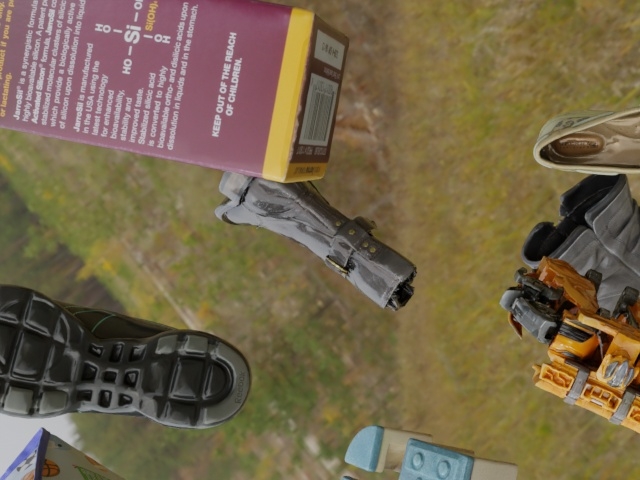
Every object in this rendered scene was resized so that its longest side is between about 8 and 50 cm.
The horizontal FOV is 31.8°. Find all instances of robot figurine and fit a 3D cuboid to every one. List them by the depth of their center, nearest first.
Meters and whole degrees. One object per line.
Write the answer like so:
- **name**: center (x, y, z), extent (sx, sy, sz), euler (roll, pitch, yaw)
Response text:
- **robot figurine**: center (0.260, 0.093, 1.032), extent (0.211, 0.085, 0.291), euler (24, -166, 6)

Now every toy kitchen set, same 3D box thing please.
- **toy kitchen set**: center (0.054, 0.265, 0.938), extent (0.122, 0.207, 0.166), euler (14, 175, -31)

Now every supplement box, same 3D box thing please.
- **supplement box**: center (-0.090, -0.085, 0.564), extent (0.188, 0.081, 0.104), euler (11, -175, 9)

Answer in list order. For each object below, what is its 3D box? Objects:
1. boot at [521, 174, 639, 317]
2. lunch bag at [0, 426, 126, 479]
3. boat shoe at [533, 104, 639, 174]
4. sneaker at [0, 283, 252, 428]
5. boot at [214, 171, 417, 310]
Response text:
- **boot**: center (0.437, -0.017, 1.505), extent (0.118, 0.338, 0.222), euler (19, 149, 56)
- **lunch bag**: center (-0.335, 0.500, 1.577), extent (0.328, 0.239, 0.385), euler (35, -173, -20)
- **boat shoe**: center (0.407, -0.122, 1.380), extent (0.089, 0.285, 0.104), euler (-40, -61, -65)
- **sneaker**: center (-0.193, 0.103, 0.928), extent (0.267, 0.101, 0.106), euler (15, 174, -9)
- **boot**: center (0.000, 0.000, 1.208), extent (0.229, 0.091, 0.263), euler (38, 173, 4)
